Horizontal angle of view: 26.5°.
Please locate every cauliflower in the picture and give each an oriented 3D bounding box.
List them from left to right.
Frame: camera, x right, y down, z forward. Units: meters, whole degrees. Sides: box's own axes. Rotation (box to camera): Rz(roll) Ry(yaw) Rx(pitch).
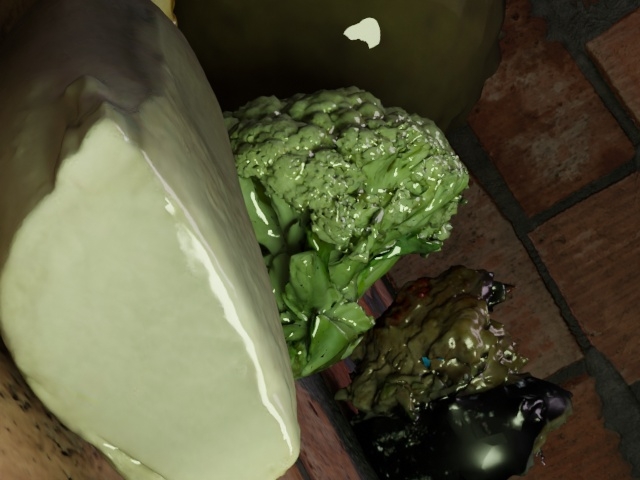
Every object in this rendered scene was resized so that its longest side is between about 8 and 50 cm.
[{"bbox_3d":[0.000,0.000,1.151,0.275,0.272,0.250,25,63,-56],"label":"cauliflower"}]

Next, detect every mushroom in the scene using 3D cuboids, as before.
[{"bbox_3d":[-0.114,-0.048,0.693,0.154,0.137,0.407,41,12,-35],"label":"mushroom"}]

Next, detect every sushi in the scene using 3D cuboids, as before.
[{"bbox_3d":[0.125,0.151,1.423,0.218,0.238,0.225,64,16,-8],"label":"sushi"}]

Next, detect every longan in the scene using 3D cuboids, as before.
[{"bbox_3d":[0.018,-0.265,1.509,0.404,0.436,0.404,30,0,0],"label":"longan"}]
